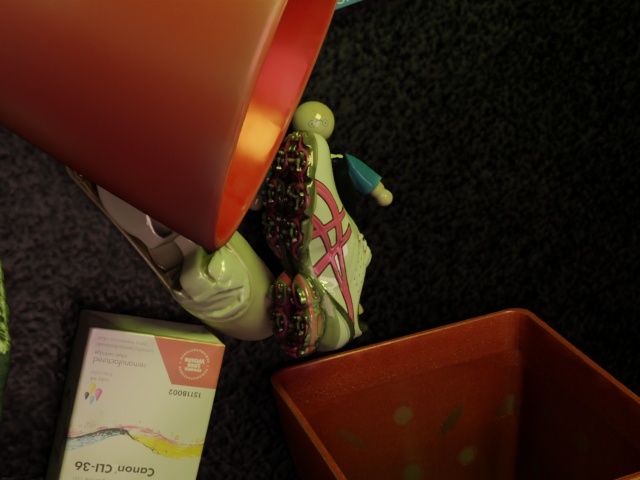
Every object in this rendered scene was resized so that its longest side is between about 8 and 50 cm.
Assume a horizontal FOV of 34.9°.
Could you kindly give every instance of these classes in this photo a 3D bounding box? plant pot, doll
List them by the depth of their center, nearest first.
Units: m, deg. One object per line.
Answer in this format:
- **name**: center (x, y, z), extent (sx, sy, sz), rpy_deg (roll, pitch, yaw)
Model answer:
- **plant pot**: center (-0.130, -0.160, 0.692), extent (0.243, 0.275, 0.275), rpy_deg (22, 92, 1)
- **plant pot**: center (0.131, 0.244, 0.886), extent (0.267, 0.267, 0.236), rpy_deg (-13, 116, -18)
- **doll**: center (0.001, -0.027, 0.887), extent (0.129, 0.046, 0.189), rpy_deg (-7, 103, -7)

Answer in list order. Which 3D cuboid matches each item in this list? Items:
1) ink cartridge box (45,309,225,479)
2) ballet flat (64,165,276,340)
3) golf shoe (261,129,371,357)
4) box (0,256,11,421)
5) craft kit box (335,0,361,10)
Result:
- **ink cartridge box**: center (-0.161, 0.167, 0.853), extent (0.115, 0.067, 0.198), rpy_deg (10, 97, -22)
- **ballet flat**: center (-0.117, 0.003, 0.828), extent (0.086, 0.086, 0.248), rpy_deg (-42, 109, -9)
- **golf shoe**: center (0.000, 0.000, 0.843), extent (0.086, 0.067, 0.186), rpy_deg (-10, 104, -34)
- **box**: center (-0.361, 0.203, 0.567), extent (0.297, 0.472, 0.480), rpy_deg (10, 96, -22)
- **craft kit box**: center (0.014, -0.323, 0.835), extent (0.249, 0.061, 0.247), rpy_deg (-23, 110, -15)
